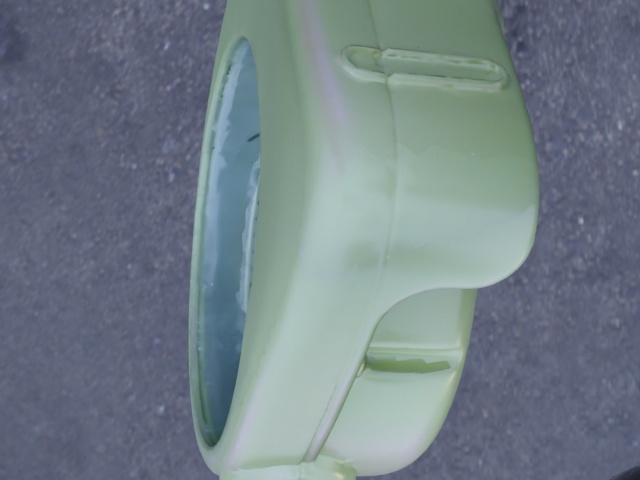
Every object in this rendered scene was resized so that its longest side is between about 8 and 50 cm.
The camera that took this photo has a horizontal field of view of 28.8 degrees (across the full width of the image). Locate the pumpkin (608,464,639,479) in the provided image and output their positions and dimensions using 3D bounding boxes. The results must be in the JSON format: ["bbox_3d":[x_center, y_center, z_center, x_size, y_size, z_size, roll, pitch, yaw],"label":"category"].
[{"bbox_3d":[0.290,0.266,0.803,0.296,0.296,0.296,5,125,7],"label":"pumpkin"}]

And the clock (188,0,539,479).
[{"bbox_3d":[0.000,0.000,0.688,0.117,0.286,0.348,4,135,-13],"label":"clock"}]
